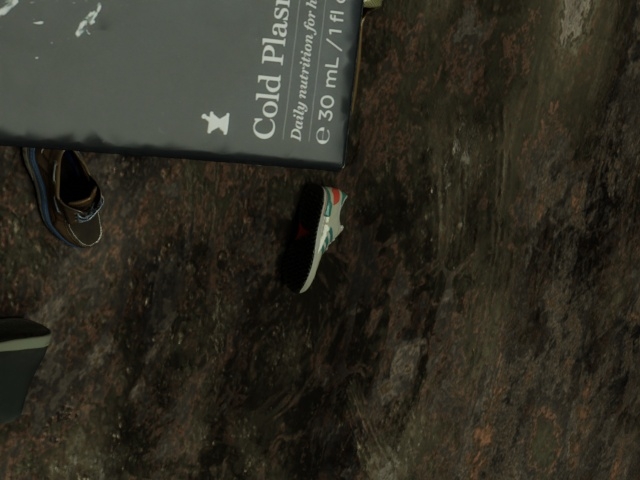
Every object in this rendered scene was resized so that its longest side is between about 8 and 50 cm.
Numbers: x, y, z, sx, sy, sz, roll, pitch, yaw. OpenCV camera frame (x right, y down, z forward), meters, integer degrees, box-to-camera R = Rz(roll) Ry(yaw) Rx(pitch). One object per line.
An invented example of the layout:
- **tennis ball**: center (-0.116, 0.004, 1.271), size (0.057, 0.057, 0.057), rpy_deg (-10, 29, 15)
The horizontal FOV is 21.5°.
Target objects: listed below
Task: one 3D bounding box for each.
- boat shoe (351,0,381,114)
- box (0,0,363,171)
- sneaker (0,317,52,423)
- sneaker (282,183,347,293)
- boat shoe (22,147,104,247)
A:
- **boat shoe**: center (0.016, -0.276, 1.811), size (0.122, 0.120, 0.324), rpy_deg (-15, 116, -63)
- **box**: center (-0.216, -0.326, 1.575), size (0.471, 0.297, 0.480), rpy_deg (3, 98, -27)
- **sneaker**: center (-0.408, 0.160, 1.958), size (0.222, 0.083, 0.118), rpy_deg (0, 110, -52)
- **sneaker**: center (0.000, 0.000, 2.391), size (0.075, 0.057, 0.161), rpy_deg (3, 104, -46)
- **boat shoe**: center (-0.295, -0.052, 1.993), size (0.066, 0.066, 0.183), rpy_deg (-47, 139, -23)
